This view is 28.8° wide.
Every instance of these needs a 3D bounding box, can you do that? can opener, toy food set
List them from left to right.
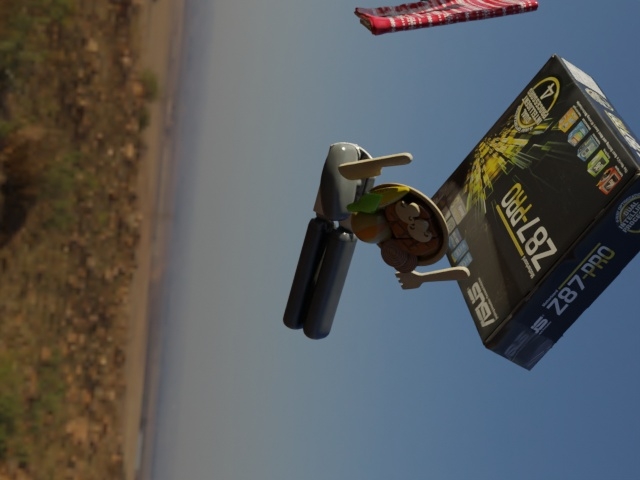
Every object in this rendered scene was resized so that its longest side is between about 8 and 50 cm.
[{"bbox_3d":[0.000,0.000,1.708,0.095,0.076,0.283,-5,114,-56],"label":"can opener"},{"bbox_3d":[0.098,-0.013,1.548,0.038,0.132,0.192,-47,116,-41],"label":"toy food set"}]

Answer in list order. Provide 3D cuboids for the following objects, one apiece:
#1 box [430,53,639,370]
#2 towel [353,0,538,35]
[{"bbox_3d":[0.316,-0.053,1.774,0.318,0.097,0.395,-52,-156,22],"label":"box"},{"bbox_3d":[0.201,-0.380,2.058,0.199,0.275,0.031,-110,-168,-72],"label":"towel"}]
